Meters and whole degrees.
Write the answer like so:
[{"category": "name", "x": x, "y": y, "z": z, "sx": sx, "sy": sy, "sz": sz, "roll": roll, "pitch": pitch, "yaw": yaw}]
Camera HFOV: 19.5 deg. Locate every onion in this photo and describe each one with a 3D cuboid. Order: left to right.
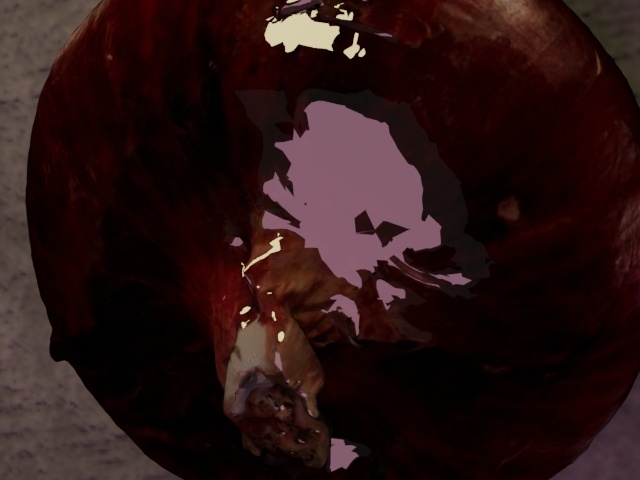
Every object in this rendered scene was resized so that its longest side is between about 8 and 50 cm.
[{"category": "onion", "x": 0.000, "y": 0.000, "z": 0.846, "sx": 0.313, "sy": 0.232, "sz": 0.314, "roll": 9, "pitch": 116, "yaw": 19}]
